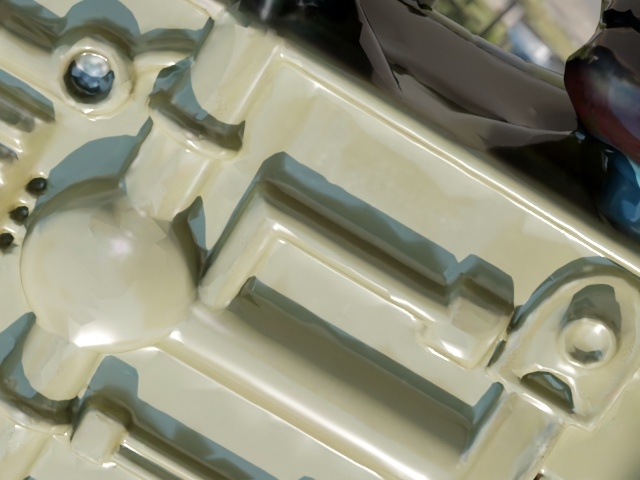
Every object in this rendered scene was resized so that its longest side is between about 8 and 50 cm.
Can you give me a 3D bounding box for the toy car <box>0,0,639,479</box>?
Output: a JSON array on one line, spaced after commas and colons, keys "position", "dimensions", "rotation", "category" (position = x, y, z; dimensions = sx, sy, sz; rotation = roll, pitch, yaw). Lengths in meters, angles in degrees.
[{"position": [0.000, 0.000, 0.414], "dimensions": [0.248, 0.204, 0.198], "rotation": [31, -163, -6], "category": "toy car"}]
